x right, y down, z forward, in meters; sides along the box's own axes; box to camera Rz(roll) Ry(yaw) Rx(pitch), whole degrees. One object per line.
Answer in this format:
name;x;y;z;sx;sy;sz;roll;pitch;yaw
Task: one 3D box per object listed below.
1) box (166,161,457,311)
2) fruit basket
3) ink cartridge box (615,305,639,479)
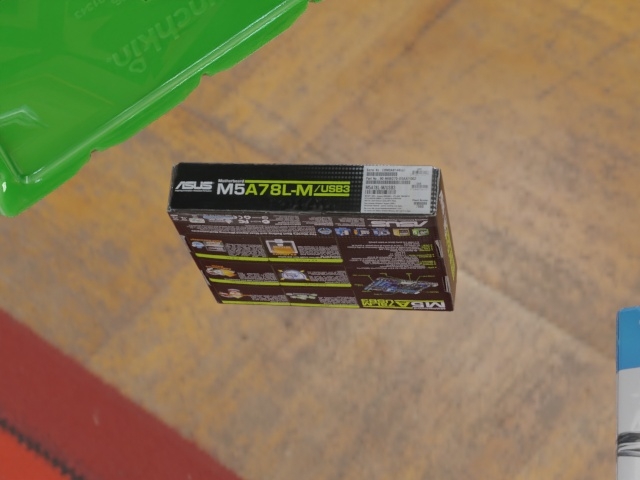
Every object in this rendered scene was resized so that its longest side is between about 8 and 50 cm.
box;0.000;0.000;1.192;0.191;0.184;0.045;1;69;10
fruit basket;-0.190;-0.251;0.986;0.392;0.283;0.392;-7;53;10
ink cartridge box;0.243;0.128;0.918;0.140;0.082;0.190;-9;57;25
